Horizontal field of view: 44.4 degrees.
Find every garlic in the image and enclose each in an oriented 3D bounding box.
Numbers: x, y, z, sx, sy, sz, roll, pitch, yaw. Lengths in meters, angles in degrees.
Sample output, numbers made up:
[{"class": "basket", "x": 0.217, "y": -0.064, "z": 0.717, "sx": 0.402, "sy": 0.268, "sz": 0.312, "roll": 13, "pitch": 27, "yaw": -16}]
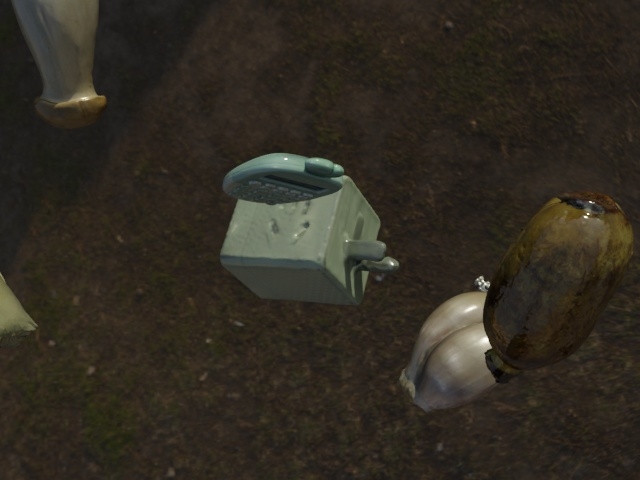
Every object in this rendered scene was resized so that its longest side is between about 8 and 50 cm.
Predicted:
[{"class": "garlic", "x": 0.357, "y": 0.244, "z": 1.664, "sx": 0.231, "sy": 0.340, "sz": 0.246, "roll": 27, "pitch": 120, "yaw": 59}]

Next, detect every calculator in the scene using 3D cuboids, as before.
[{"class": "calculator", "x": -0.034, "y": -0.057, "z": 0.746, "sx": 0.153, "sy": 0.095, "sz": 0.021, "roll": -17, "pitch": 67, "yaw": 52}]

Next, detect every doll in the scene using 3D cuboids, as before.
[{"class": "doll", "x": 0.396, "y": 0.123, "z": 1.851, "sx": 0.085, "sy": 0.040, "sz": 0.058, "roll": 31, "pitch": 70, "yaw": 27}]

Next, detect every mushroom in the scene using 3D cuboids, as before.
[{"class": "mushroom", "x": -0.384, "y": -0.336, "z": 1.135, "sx": 0.128, "sy": 0.128, "sz": 0.350, "roll": 7, "pitch": 110, "yaw": 33}]

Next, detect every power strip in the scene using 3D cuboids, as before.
[{"class": "power strip", "x": 0.000, "y": 0.000, "z": 1.054, "sx": 0.224, "sy": 0.139, "sz": 0.140, "roll": 2, "pitch": 63, "yaw": 28}]

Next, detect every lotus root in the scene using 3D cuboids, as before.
[{"class": "lotus root", "x": 0.257, "y": 0.059, "z": 0.893, "sx": 0.128, "sy": 0.145, "sz": 0.260, "roll": 34, "pitch": 121, "yaw": 25}]

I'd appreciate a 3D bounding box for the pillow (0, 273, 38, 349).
[{"class": "pillow", "x": -0.402, "y": 0.039, "z": 0.882, "sx": 0.053, "sy": 0.119, "sz": 0.208, "roll": -34, "pitch": 84, "yaw": 12}]
